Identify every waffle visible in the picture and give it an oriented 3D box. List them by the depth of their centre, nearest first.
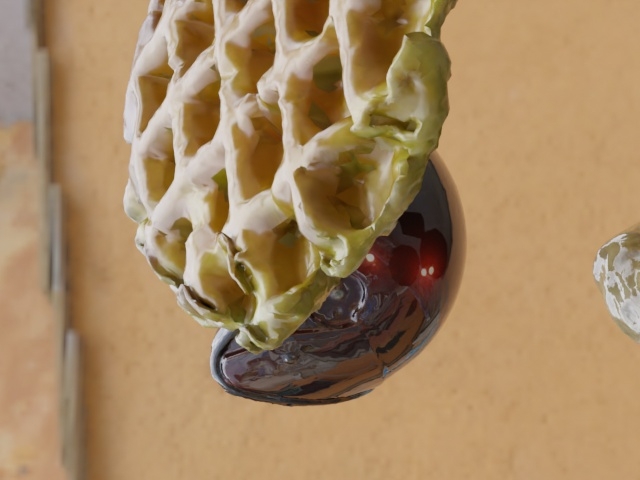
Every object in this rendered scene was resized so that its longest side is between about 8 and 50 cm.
[{"bbox_3d":[-0.018,-0.104,0.805,0.325,0.068,0.302,33,109,61],"label":"waffle"}]

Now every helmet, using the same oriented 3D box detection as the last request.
[{"bbox_3d":[0.000,0.000,1.131,0.216,0.193,0.189,56,-167,-30],"label":"helmet"}]

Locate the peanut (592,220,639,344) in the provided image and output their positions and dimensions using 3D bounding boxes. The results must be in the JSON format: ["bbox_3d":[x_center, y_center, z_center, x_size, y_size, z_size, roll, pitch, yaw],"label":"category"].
[{"bbox_3d":[0.320,0.051,1.090,0.136,0.298,0.120,102,-173,-49],"label":"peanut"}]
